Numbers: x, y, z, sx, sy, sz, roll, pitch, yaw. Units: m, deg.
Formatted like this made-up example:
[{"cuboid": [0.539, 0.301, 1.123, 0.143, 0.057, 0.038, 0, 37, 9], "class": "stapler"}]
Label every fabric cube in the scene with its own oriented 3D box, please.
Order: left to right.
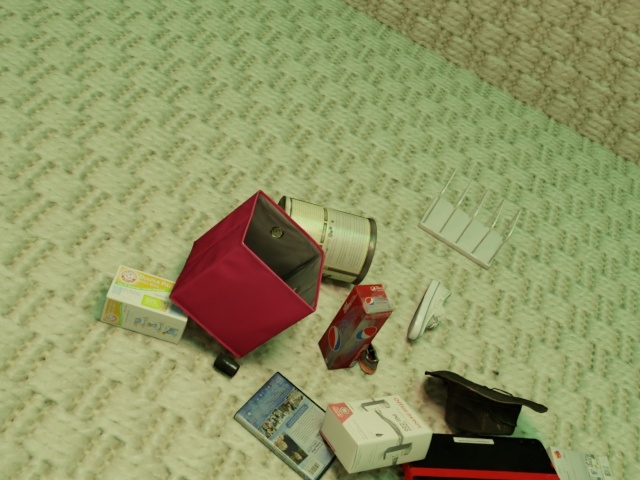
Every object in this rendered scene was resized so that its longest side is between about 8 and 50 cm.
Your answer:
[{"cuboid": [-0.173, 0.084, 1.869, 0.254, 0.258, 0.259, 44, 28, -21], "class": "fabric cube"}]

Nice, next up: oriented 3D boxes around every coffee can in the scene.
[{"cuboid": [0.000, 0.000, 2.164, 0.275, 0.202, 0.202, 15, 44, -14], "class": "coffee can"}]

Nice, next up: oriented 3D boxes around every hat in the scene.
[{"cuboid": [0.422, 0.448, 1.987, 0.331, 0.331, 0.134, 17, 88, -12], "class": "hat"}]

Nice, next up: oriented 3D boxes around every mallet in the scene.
[{"cuboid": [-0.211, 0.271, 1.921, 0.062, 0.039, 0.190, 27, 38, 2], "class": "mallet"}]

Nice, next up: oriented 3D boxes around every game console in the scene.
[{"cuboid": [0.395, 0.589, 1.792, 0.386, 0.060, 0.342, 5, 22, -6], "class": "game console"}]

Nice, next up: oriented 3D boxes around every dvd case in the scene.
[{"cuboid": [-0.062, 0.453, 1.828, 0.253, 0.022, 0.180, 38, 42, 11], "class": "dvd case"}]

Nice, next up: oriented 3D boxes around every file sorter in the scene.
[{"cuboid": [0.512, -0.079, 2.530, 0.277, 0.173, 0.193, 33, 43, 4], "class": "file sorter"}]

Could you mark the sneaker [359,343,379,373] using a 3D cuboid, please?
[{"cuboid": [0.120, 0.284, 2.053, 0.061, 0.065, 0.158, -10, 55, -34], "class": "sneaker"}]

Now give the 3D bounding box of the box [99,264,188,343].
[{"cuboid": [-0.428, 0.159, 1.861, 0.203, 0.103, 0.114, 18, 43, -11], "class": "box"}]

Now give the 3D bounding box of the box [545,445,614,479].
[{"cuboid": [0.710, 0.644, 2.032, 0.186, 0.038, 0.145, 14, 44, -16], "class": "box"}]

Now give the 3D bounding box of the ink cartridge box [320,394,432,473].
[{"cuboid": [0.135, 0.462, 1.805, 0.217, 0.092, 0.158, 1, 25, -30], "class": "ink cartridge box"}]

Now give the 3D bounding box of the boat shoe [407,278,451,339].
[{"cuboid": [0.330, 0.209, 2.213, 0.084, 0.095, 0.258, 28, 43, 6], "class": "boat shoe"}]

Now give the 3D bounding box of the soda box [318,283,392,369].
[{"cuboid": [0.088, 0.226, 1.945, 0.083, 0.263, 0.092, 0, 50, -29], "class": "soda box"}]
